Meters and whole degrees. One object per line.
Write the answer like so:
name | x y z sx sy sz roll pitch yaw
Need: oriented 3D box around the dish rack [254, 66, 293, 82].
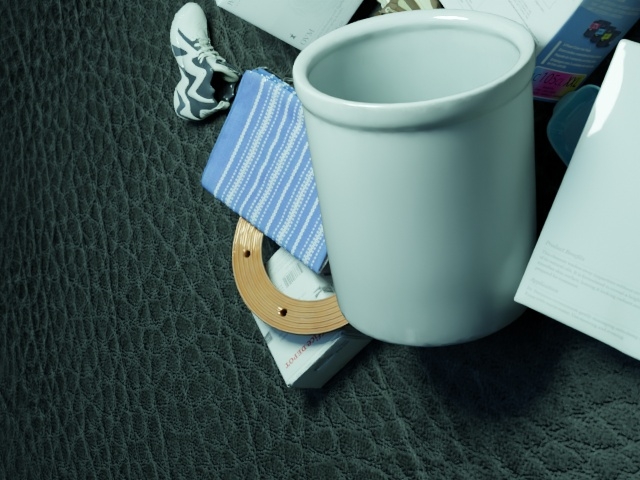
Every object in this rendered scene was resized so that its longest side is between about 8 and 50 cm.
dish rack | -0.024 -0.210 2.091 0.271 0.074 0.208 3 86 43

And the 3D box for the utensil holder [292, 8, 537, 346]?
utensil holder | 0.150 -0.089 1.644 0.327 0.327 0.385 23 133 43

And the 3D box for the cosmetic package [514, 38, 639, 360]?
cosmetic package | 0.441 -0.051 1.550 0.217 0.156 0.385 28 100 27

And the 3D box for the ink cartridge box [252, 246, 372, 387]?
ink cartridge box | -0.024 0.127 2.021 0.158 0.092 0.218 -46 53 27

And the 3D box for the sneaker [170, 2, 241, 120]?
sneaker | -0.216 -0.357 2.281 0.153 0.094 0.235 -1 82 41

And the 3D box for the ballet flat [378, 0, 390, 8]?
ballet flat | 0.143 -0.395 1.992 0.168 0.057 0.052 58 149 36

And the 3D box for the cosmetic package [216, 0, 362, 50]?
cosmetic package | -0.039 -0.476 2.023 0.224 0.225 0.138 -54 28 23

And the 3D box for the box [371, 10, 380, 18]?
box | 0.123 -0.223 1.922 0.201 0.057 0.293 -46 56 6

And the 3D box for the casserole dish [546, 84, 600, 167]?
casserole dish | 0.411 -0.142 1.700 0.114 0.037 0.188 -48 55 26

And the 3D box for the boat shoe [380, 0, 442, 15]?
boat shoe | 0.179 -0.307 1.847 0.095 0.095 0.257 -31 49 -3

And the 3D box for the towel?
towel | -0.063 -0.127 1.967 0.336 0.040 0.243 36 107 37

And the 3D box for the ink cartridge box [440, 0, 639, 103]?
ink cartridge box | 0.364 -0.430 1.674 0.395 0.151 0.270 -53 52 38

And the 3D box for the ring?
ring | 0.000 0.000 1.963 0.336 0.032 0.336 -10 67 24
